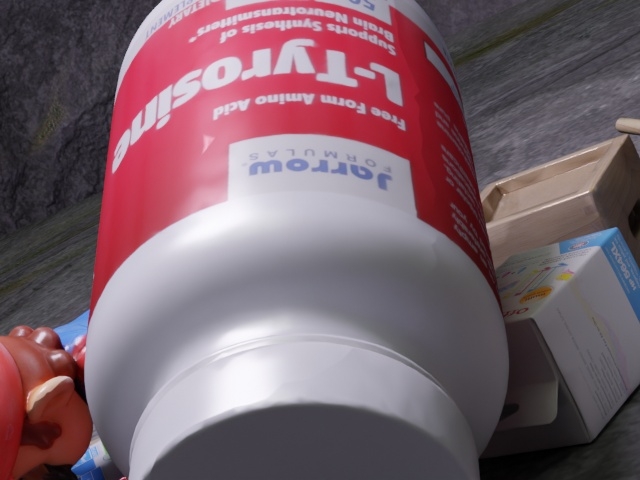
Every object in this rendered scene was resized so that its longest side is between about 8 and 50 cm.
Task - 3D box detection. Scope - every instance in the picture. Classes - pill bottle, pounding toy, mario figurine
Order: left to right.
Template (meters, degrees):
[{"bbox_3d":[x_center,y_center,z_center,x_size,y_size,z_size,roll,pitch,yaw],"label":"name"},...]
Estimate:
[{"bbox_3d":[-0.151,0.115,1.145,0.320,0.170,0.198,-27,-20,-39],"label":"mario figurine"},{"bbox_3d":[-0.015,0.021,0.968,0.229,0.229,0.407,-24,34,14],"label":"pill bottle"},{"bbox_3d":[0.225,-0.023,1.285,0.206,0.094,0.181,-20,13,29],"label":"pounding toy"}]

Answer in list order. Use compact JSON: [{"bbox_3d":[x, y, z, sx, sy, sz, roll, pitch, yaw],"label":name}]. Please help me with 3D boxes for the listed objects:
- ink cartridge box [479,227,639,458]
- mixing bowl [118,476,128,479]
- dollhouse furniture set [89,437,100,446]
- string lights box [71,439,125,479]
[{"bbox_3d":[0.141,0.069,1.069,0.092,0.090,0.143,-17,14,41],"label":"ink cartridge box"},{"bbox_3d":[-0.091,0.193,1.016,0.181,0.098,0.181,-26,10,5],"label":"mixing bowl"},{"bbox_3d":[-0.190,0.165,1.477,0.182,0.101,0.161,-25,-13,11],"label":"dollhouse furniture set"},{"bbox_3d":[-0.222,0.236,1.167,0.260,0.077,0.133,-28,14,-8],"label":"string lights box"}]
